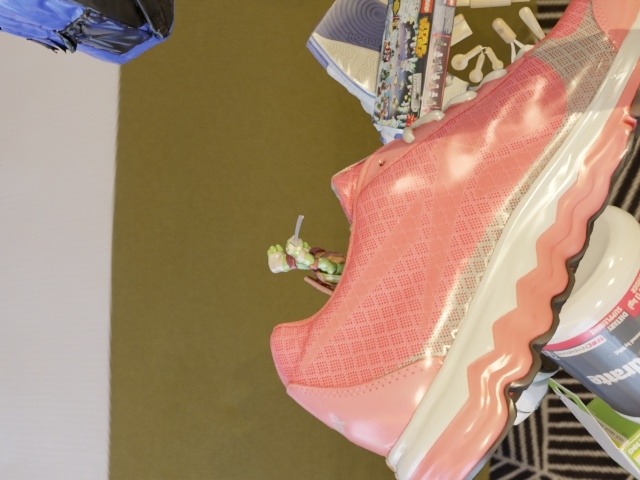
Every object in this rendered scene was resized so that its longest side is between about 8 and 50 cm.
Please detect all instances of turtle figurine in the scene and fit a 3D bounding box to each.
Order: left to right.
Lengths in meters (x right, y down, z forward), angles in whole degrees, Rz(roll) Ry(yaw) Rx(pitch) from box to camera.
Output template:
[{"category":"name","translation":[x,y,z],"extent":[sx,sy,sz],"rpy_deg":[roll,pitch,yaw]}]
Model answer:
[{"category":"turtle figurine","translation":[0.000,0.000,1.764],"extent":[0.266,0.198,0.274],"rpy_deg":[-3,127,49]}]

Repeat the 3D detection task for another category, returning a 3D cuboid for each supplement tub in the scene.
[{"category":"supplement tub","translation":[0.380,0.103,0.903],"extent":[0.272,0.191,0.191],"rpy_deg":[37,110,-16]}]

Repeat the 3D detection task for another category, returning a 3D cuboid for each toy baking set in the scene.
[{"category":"toy baking set","translation":[0.386,-0.441,1.590],"extent":[0.256,0.030,0.196],"rpy_deg":[-4,127,16]}]

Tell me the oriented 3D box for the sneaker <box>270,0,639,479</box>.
[{"category":"sneaker","translation":[0.079,-0.034,0.385],"extent":[0.136,0.116,0.314],"rpy_deg":[25,74,16]}]

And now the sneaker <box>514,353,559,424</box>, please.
[{"category":"sneaker","translation":[0.196,0.183,1.181],"extent":[0.330,0.122,0.146],"rpy_deg":[29,119,26]}]

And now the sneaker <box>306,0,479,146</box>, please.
[{"category":"sneaker","translation":[0.106,-0.158,0.949],"extent":[0.315,0.182,0.127],"rpy_deg":[36,66,-3]}]

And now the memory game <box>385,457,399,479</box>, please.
[{"category":"memory game","translation":[0.191,0.485,1.488],"extent":[0.012,0.186,0.186],"rpy_deg":[-38,65,-22]}]

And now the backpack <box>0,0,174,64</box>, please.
[{"category":"backpack","translation":[-0.158,-0.159,0.430],"extent":[0.101,0.120,0.098],"rpy_deg":[-17,74,37]}]

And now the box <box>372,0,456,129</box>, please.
[{"category":"box","translation":[0.093,-0.180,0.750],"extent":[0.094,0.027,0.137],"rpy_deg":[28,115,61]}]

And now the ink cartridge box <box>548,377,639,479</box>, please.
[{"category":"ink cartridge box","translation":[0.549,0.328,1.384],"extent":[0.097,0.189,0.255],"rpy_deg":[-41,98,0]}]

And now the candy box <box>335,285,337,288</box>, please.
[{"category":"candy box","translation":[0.089,0.183,1.546],"extent":[0.109,0.053,0.186],"rpy_deg":[4,104,16]}]
